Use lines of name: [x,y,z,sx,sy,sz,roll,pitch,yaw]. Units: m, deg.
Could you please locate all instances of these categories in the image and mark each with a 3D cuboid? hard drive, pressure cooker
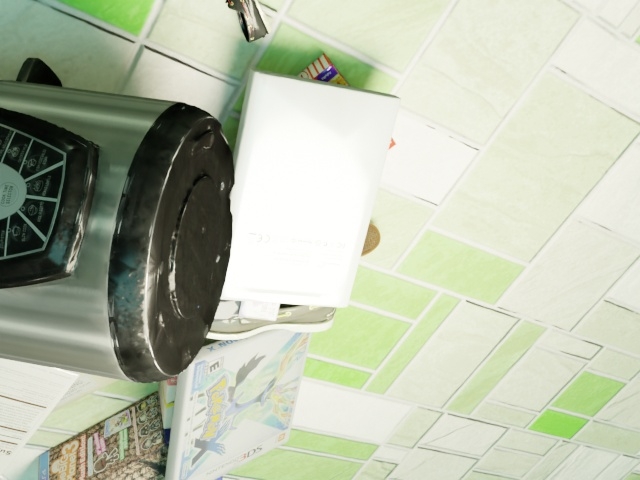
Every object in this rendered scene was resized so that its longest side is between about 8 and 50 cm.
hard drive: [-0.029,-0.069,1.181,0.233,0.047,0.353,6,110,-21]
pressure cooker: [-0.353,-0.015,0.994,0.421,0.370,0.375,9,123,9]

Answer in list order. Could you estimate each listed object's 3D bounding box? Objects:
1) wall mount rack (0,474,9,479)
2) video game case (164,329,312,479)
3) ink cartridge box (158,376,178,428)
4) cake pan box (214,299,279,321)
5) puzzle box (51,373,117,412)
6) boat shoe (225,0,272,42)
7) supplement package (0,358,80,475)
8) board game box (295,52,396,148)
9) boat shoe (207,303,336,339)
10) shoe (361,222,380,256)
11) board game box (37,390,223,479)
wall mount rack: [-0.659,0.435,1.329,0.130,0.304,0.350,-45,132,-16]
video game case: [-0.152,0.309,1.451,0.300,0.036,0.329,-17,128,-43]
ink cartridge box: [-0.267,0.273,1.445,0.067,0.115,0.198,-1,126,-17]
cake pan box: [-0.168,-0.003,1.236,0.246,0.070,0.266,10,104,-18]
puzzle box: [-0.525,0.200,1.348,0.409,0.052,0.272,-26,131,3]
boat shoe: [-0.110,-0.335,1.061,0.042,0.049,0.133,-30,135,-4]
supplement package: [-0.531,0.220,1.211,0.175,0.177,0.293,27,115,-33]
board game box: [0.009,-0.180,1.223,0.147,0.045,0.193,-37,129,12]
boat shoe: [-0.107,0.111,1.378,0.305,0.109,0.091,-1,127,-25]
shoe: [0.000,0.000,1.362,0.219,0.058,0.076,-6,98,-18]
board game box: [-0.382,0.481,1.555,0.291,0.141,0.232,-30,130,6]
